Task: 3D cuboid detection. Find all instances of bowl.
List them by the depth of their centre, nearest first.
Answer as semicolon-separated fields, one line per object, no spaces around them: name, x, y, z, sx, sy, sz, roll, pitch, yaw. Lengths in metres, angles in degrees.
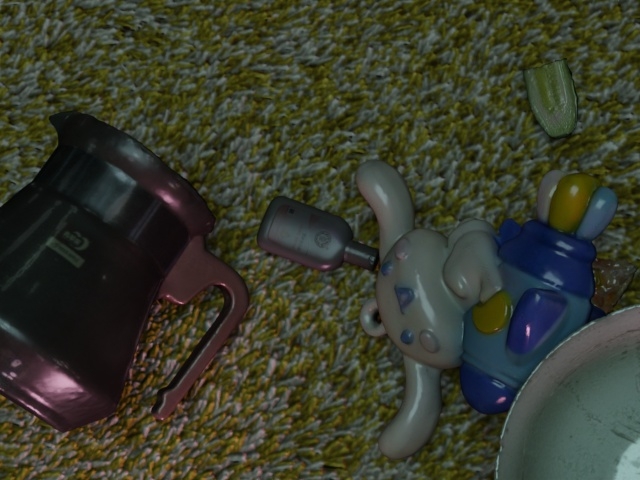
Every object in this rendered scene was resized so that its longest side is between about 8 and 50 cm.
bowl;0.423;0.293;1.600;0.435;0.196;0.434;-1;80;4

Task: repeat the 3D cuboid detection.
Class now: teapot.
teapot;-0.294;0.056;1.722;0.376;0.305;0.361;38;77;-15

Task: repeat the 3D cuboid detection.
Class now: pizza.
pizza;0.326;0.077;1.736;0.195;0.052;0.185;-28;78;3

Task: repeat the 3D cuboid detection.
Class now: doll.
doll;0.201;0.074;1.649;0.366;0.187;0.376;-9;104;32

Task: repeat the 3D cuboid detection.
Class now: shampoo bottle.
shampoo bottle;0.000;0.000;1.799;0.165;0.040;0.080;20;80;12

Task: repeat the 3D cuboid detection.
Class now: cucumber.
cucumber;0.317;-0.187;1.800;0.067;0.035;0.107;-15;77;23
